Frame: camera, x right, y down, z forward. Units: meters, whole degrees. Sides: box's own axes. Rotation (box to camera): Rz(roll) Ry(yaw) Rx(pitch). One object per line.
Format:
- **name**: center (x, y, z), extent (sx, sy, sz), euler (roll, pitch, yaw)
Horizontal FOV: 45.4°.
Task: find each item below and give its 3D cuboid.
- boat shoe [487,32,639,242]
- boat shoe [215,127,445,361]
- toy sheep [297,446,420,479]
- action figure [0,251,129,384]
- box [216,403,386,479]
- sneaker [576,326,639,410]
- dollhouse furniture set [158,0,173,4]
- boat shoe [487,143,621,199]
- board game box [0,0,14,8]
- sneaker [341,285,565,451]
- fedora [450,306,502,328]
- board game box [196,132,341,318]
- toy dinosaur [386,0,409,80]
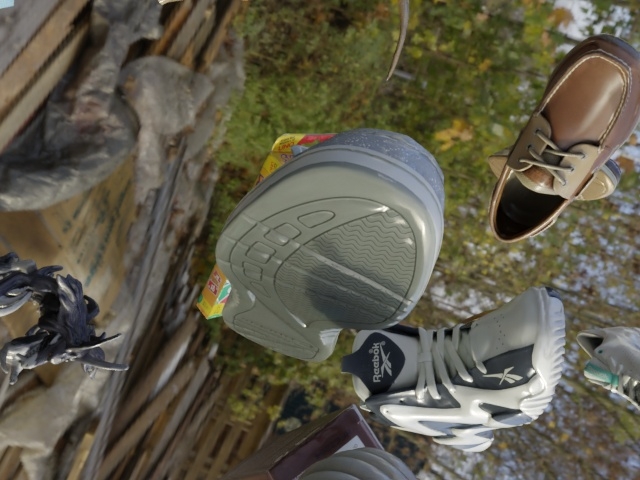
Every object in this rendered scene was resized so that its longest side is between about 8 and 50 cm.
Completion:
- **boat shoe**: center (0.295, -0.105, 0.944), extent (0.116, 0.123, 0.324), euler (-50, 163, -33)
- **boat shoe**: center (0.002, 0.001, 0.507), extent (0.320, 0.118, 0.103), euler (115, -2, -68)
- **toy sheep**: center (0.017, 0.168, 0.441), extent (0.132, 0.091, 0.091), euler (-25, 136, -61)
- **action figure**: center (-0.333, 0.081, 0.827), extent (0.141, 0.276, 0.164), euler (-40, 142, -29)
- **box**: center (-0.011, 0.355, 1.010), extent (0.143, 0.191, 0.381), euler (-32, 173, -27)
- **sneaker**: center (0.335, 0.151, 0.821), extent (0.212, 0.094, 0.080), euler (-87, -173, -75)
- **dollhouse furniture set**: center (-0.171, -0.402, 0.848), extent (0.242, 0.212, 0.161), euler (61, 15, -15)
- **boat shoe**: center (0.395, -0.135, 1.282), extent (0.092, 0.103, 0.285), euler (-46, -160, -11)
- **board game box**: center (-0.390, -0.249, 0.570), extent (0.275, 0.142, 0.144), euler (-27, 160, -37)
- **sneaker**: center (0.099, 0.106, 0.655), extent (0.235, 0.153, 0.094), euler (111, -12, -60)
- **fedora**: center (0.260, 0.170, 1.142), extent (0.194, 0.194, 0.079), euler (102, -26, -55)
- **board game box**: center (-0.049, -0.016, 0.907), extent (0.124, 0.039, 0.259), euler (-9, 136, -46)
- **toy dinosaur**: center (0.057, -0.259, 0.657), extent (0.112, 0.064, 0.211), euler (97, -24, -61)
